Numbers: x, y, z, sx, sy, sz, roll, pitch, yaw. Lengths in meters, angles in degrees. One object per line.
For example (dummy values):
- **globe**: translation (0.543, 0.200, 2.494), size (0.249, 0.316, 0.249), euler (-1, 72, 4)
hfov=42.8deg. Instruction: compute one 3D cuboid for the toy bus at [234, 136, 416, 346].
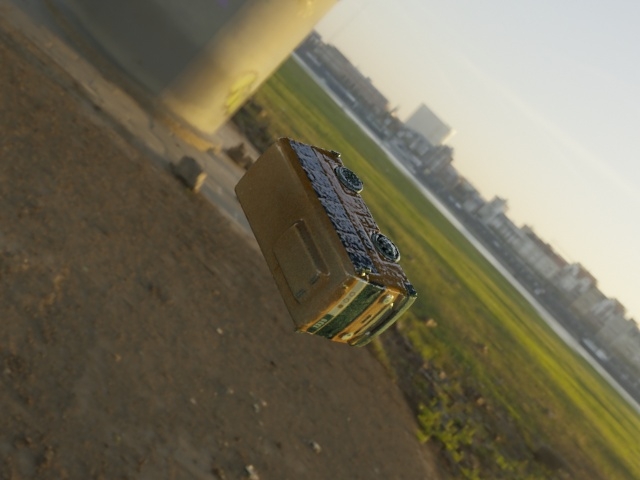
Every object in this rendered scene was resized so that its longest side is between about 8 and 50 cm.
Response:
- **toy bus**: translation (0.000, 0.000, 0.745), size (0.103, 0.091, 0.182), euler (14, 41, -46)
